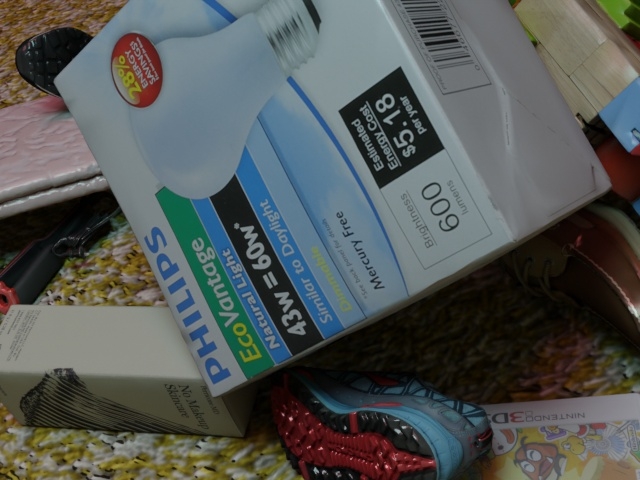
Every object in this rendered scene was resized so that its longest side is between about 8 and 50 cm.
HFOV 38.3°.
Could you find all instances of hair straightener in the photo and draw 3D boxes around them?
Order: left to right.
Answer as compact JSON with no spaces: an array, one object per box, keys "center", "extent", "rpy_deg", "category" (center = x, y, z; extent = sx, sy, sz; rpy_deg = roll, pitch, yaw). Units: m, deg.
[{"center":[-0.324,0.010,1.200],"extent":[0.089,0.047,0.230],"rpy_deg":[17,49,31],"category":"hair straightener"}]

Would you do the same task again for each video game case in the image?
[{"center":[0.194,0.239,0.807],"extent":[0.206,0.026,0.227],"rpy_deg":[-7,45,12],"category":"video game case"}]

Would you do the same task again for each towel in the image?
[{"center":[-0.433,-0.110,1.269],"extent":[0.317,0.053,0.332],"rpy_deg":[-18,31,-14],"category":"towel"}]

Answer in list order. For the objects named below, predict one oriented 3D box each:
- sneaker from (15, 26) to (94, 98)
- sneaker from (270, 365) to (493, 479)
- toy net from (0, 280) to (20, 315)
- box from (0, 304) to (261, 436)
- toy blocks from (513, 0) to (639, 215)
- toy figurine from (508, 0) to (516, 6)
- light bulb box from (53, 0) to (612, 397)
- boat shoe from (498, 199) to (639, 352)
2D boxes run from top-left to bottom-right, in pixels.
[{"center":[-0.367,-0.258,1.381],"extent":[0.124,0.107,0.283],"rpy_deg":[2,10,27],"category":"sneaker"},{"center":[0.053,0.173,0.865],"extent":[0.125,0.104,0.262],"rpy_deg":[-12,13,-35],"category":"sneaker"},{"center":[-0.426,0.041,1.077],"extent":[0.122,0.232,0.045],"rpy_deg":[-8,17,23],"category":"toy net"},{"center":[-0.209,0.137,0.981],"extent":[0.275,0.113,0.094],"rpy_deg":[-1,46,19],"category":"box"},{"center":[0.334,-0.110,0.929],"extent":[0.191,0.381,0.261],"rpy_deg":[-46,57,28],"category":"toy blocks"},{"center":[0.211,-0.295,1.290],"extent":[0.173,0.130,0.159],"rpy_deg":[-23,49,27],"category":"toy figurine"},{"center":[-0.001,-0.100,0.847],"extent":[0.361,0.358,0.225],"rpy_deg":[-33,-7,38],"category":"light bulb box"},{"center":[0.248,0.012,0.962],"extent":[0.120,0.123,0.324],"rpy_deg":[-26,36,-1],"category":"boat shoe"}]
